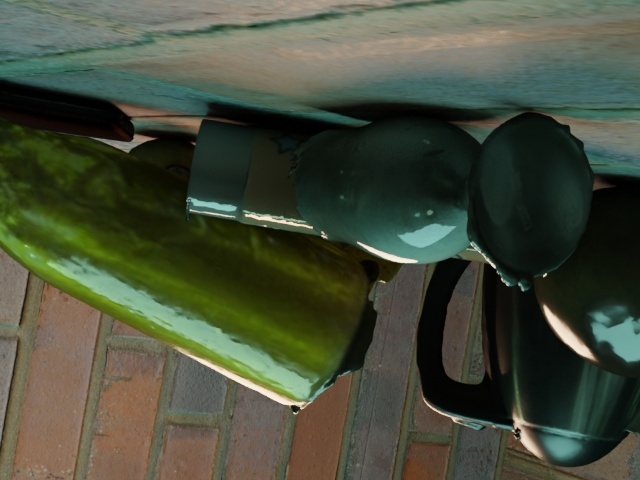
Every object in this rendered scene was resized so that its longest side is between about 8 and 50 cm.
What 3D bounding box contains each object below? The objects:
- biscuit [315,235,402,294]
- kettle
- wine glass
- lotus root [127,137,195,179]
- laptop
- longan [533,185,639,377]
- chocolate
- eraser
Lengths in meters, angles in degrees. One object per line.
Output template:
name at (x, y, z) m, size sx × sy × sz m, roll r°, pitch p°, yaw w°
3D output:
biscuit at (0.000, 0.000, 1.293) m, size 0.239 × 0.212 × 0.041 m, roll -17°, pitch -167°, yaw -15°
kettle at (0.249, 0.096, 1.311) m, size 0.251 × 0.271 × 0.207 m, roll 9°, pitch 179°, yaw -17°
wine glass at (0.067, -0.030, 0.821) m, size 0.103 × 0.103 × 0.222 m, roll 10°, pitch 178°, yaw -31°
lotus root at (-0.158, -0.069, 1.343) m, size 0.090 × 0.077 × 0.183 m, roll 3°, pitch -176°, yaw -15°
laptop at (-0.280, -0.123, 1.164) m, size 0.207 × 0.026 × 0.154 m, roll 9°, pitch 177°, yaw 0°
longan at (0.262, 0.031, 1.055) m, size 0.167 × 0.167 × 0.187 m, roll 10°, pitch 157°, yaw 0°
chocolate at (-0.164, -0.006, 1.129) m, size 0.445 × 0.162 × 0.162 m, roll 28°, pitch 172°, yaw -21°
eraser at (0.041, -0.036, 1.039) m, size 0.290 × 0.087 × 0.171 m, roll 10°, pitch -177°, yaw -5°
